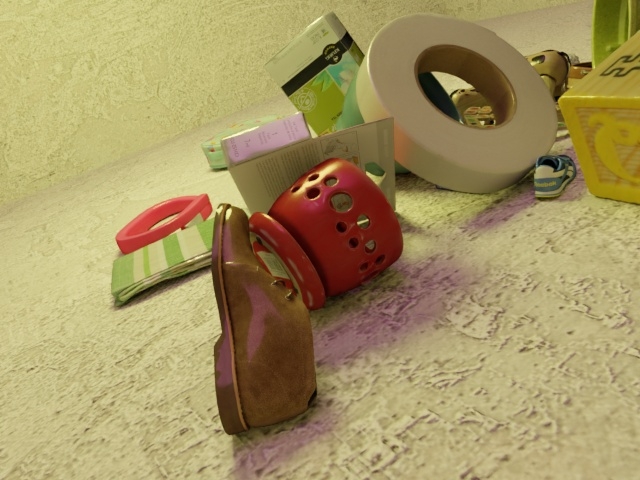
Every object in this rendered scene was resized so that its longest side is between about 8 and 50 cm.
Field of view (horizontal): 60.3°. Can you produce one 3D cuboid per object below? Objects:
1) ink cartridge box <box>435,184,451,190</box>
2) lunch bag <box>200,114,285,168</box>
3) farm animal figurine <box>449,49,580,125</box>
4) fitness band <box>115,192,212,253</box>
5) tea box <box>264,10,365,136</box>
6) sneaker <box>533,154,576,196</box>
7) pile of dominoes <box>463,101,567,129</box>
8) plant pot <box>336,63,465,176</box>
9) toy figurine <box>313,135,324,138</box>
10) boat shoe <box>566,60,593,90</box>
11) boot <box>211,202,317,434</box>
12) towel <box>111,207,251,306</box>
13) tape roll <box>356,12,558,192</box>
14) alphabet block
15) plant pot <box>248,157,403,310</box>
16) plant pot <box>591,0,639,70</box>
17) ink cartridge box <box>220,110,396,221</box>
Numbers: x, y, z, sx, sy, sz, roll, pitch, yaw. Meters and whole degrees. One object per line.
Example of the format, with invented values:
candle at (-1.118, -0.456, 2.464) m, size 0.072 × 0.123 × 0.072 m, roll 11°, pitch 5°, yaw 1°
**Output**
ink cartridge box at (0.333, -0.160, 1.108) m, size 0.207 × 0.046 × 0.097 m, roll -30°, pitch 24°, yaw -26°
lunch bag at (-0.253, -0.323, 1.846) m, size 0.279 × 0.107 × 0.224 m, roll -1°, pitch 33°, yaw 39°
farm animal figurine at (0.478, -0.413, 1.413) m, size 0.327 × 0.172 × 0.330 m, roll -4°, pitch 26°, yaw 30°
fitness band at (-0.396, -0.052, 1.405) m, size 0.209 × 0.054 × 0.291 m, roll -11°, pitch 22°, yaw 18°
tea box at (0.037, -0.478, 1.645) m, size 0.220 × 0.323 × 0.329 m, roll -35°, pitch 16°, yaw 19°
sneaker at (0.407, -0.125, 0.955) m, size 0.053 × 0.059 × 0.144 m, roll -3°, pitch 25°, yaw 36°
pile of dominoes at (0.449, -0.292, 1.237) m, size 0.251 × 0.040 × 0.196 m, roll -1°, pitch 28°, yaw 5°
plant pot at (0.161, -0.266, 1.232) m, size 0.196 × 0.293 × 0.293 m, roll -37°, pitch 10°, yaw 35°
toy figurine at (-0.031, -0.133, 1.211) m, size 0.210 × 0.148 × 0.213 m, roll -16°, pitch 20°, yaw -9°
boat shoe at (0.712, -0.370, 1.206) m, size 0.324 × 0.119 × 0.122 m, roll -8°, pitch 25°, yaw 25°
boot at (-0.075, 0.078, 0.687) m, size 0.115 × 0.112 × 0.305 m, roll -12°, pitch 58°, yaw -1°
towel at (-0.285, 0.021, 1.178) m, size 0.325 × 0.038 × 0.248 m, roll -25°, pitch 22°, yaw -11°
tape roll at (0.259, -0.269, 1.039) m, size 0.392 × 0.392 × 0.072 m, roll -31°, pitch -15°, yaw -29°
alphabet block at (0.502, -0.179, 0.788) m, size 0.197 × 0.192 × 0.193 m, roll -40°, pitch 26°, yaw -12°
plant pot at (0.000, 0.000, 0.823) m, size 0.174 × 0.191 × 0.191 m, roll -37°, pitch 28°, yaw -19°
plant pot at (0.661, -0.397, 1.002) m, size 0.254 × 0.276 × 0.276 m, roll -2°, pitch 26°, yaw 15°
ink cartridge box at (-0.004, -0.106, 0.957) m, size 0.261 × 0.296 × 0.066 m, roll -18°, pitch 62°, yaw -1°
